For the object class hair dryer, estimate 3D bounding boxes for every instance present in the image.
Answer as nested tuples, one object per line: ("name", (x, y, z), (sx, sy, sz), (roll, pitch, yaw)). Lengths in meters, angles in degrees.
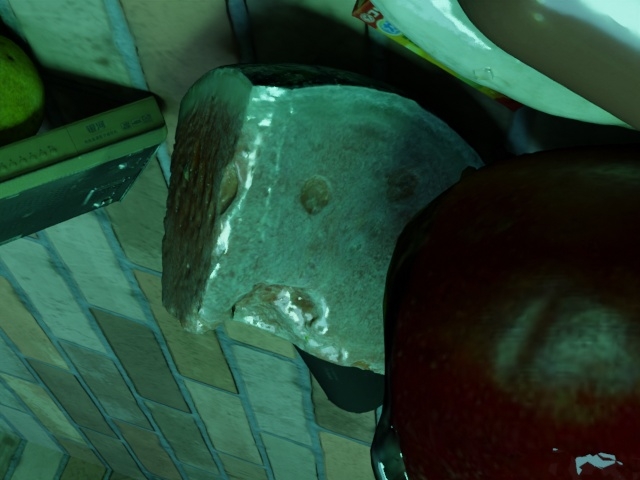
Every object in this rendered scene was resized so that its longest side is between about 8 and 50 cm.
("hair dryer", (0.100, 0.115, 1.253), (0.251, 0.089, 0.197), (8, 155, 15))

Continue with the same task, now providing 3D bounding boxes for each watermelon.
("watermelon", (0.000, 0.000, 0.910), (0.318, 0.226, 0.148), (52, 171, -34))

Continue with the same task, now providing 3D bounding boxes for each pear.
("pear", (-0.270, -0.113, 1.013), (0.107, 0.107, 0.131), (25, 165, -9))

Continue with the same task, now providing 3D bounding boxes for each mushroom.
("mushroom", (0.120, -0.113, 0.681), (0.223, 0.092, 0.081), (29, 169, -16))

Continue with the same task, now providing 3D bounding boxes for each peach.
("peach", (0.231, 0.104, 0.780), (0.417, 0.339, 0.353), (20, 145, 7))

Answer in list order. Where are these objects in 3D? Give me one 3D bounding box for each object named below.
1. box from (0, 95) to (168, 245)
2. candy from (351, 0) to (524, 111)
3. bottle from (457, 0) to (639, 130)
("box", (-0.267, -0.028, 1.048), (0.045, 0.270, 0.211), (65, 154, 6))
("candy", (0.086, -0.125, 0.748), (0.122, 0.038, 0.062), (28, 157, -16))
("bottle", (0.162, -0.112, 0.572), (0.336, 0.144, 0.144), (26, 158, -11))
